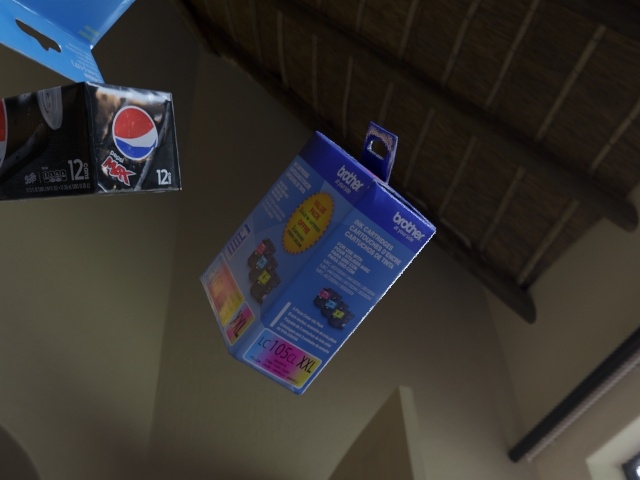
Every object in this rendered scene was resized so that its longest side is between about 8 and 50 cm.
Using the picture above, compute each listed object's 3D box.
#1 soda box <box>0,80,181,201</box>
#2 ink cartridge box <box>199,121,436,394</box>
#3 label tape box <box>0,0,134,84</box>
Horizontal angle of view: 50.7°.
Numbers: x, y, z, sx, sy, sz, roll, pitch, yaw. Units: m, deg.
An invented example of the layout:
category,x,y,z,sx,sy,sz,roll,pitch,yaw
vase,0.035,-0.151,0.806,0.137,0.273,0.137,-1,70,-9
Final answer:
category,x,y,z,sx,sy,sz,roll,pitch,yaw
soda box,-0.159,-0.049,0.374,0.169,0.053,0.060,-1,5,33
ink cartridge box,0.000,0.000,1.083,0.151,0.270,0.395,37,-84,-31
label tape box,-0.301,-0.360,0.733,0.115,0.348,0.249,-22,-7,10
